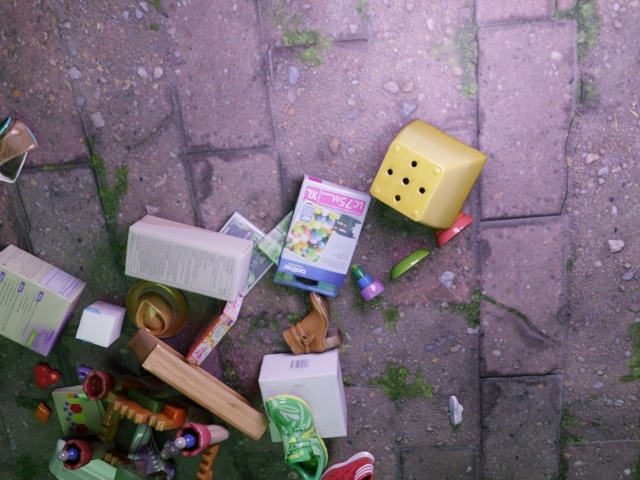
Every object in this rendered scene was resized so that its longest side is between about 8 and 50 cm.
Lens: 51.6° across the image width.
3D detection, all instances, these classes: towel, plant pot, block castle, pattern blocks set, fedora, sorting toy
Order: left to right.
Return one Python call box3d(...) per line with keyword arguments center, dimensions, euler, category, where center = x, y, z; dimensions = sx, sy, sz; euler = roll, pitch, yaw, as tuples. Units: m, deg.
box3d(center=(-0.754, 0.531, 2.080), dimensions=(0.285, 0.026, 0.325), euler=(4, 113, 2), category="pattern blocks set")
box3d(center=(-0.504, 0.569, 1.853), dimensions=(0.452, 0.212, 0.303), euler=(19, 91, 28), category="block castle")
box3d(center=(-0.476, 0.207, 1.895), dimensions=(0.194, 0.079, 0.195), euler=(1, 113, 3), category="fedora")
box3d(center=(-0.082, 0.000, 1.796), dimensions=(0.152, 0.023, 0.113), euler=(-42, 104, 7), category="towel")
box3d(center=(0.227, 0.010, 1.767), dimensions=(0.365, 0.127, 0.126), euler=(-38, 83, 15), category="sorting toy")
box3d(center=(0.240, -0.151, 1.595), dimensions=(0.212, 0.187, 0.212), euler=(33, 114, 20), category="plant pot")

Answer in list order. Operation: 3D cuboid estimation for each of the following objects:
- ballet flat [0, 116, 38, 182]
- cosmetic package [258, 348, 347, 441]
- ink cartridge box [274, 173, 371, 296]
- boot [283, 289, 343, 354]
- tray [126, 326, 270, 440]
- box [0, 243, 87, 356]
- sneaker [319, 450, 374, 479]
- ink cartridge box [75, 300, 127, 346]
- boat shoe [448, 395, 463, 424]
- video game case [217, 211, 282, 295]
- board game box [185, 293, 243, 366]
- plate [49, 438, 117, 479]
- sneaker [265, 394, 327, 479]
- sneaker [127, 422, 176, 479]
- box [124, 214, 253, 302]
box3d(center=(-0.875, -0.184, 1.751), dimensions=(0.342, 0.116, 0.124), euler=(-37, 125, 13), category="ballet flat")
box3d(center=(-0.046, 0.453, 1.941), dimensions=(0.223, 0.138, 0.225), euler=(-6, 112, 6), category="cosmetic package")
box3d(center=(0.000, 0.000, 1.762), dimensions=(0.185, 0.065, 0.311), euler=(15, 109, -8), category="ink cartridge box")
box3d(center=(-0.038, 0.239, 1.887), dimensions=(0.152, 0.073, 0.197), euler=(-17, 109, 15), category="boot")
box3d(center=(-0.343, 0.404, 1.859), dimensions=(0.411, 0.202, 0.076), euler=(41, 78, -26), category="tray")
box3d(center=(-0.830, 0.170, 1.882), dimensions=(0.242, 0.117, 0.214), euler=(29, 112, -8), category="box")
box3d(center=(0.075, 0.759, 2.070), dimensions=(0.087, 0.128, 0.221), euler=(42, 108, -13), category="sneaker")
box3d(center=(-0.619, 0.233, 1.890), dimensions=(0.092, 0.143, 0.090), euler=(17, 96, -3), category="ink cartridge box")
box3d(center=(0.411, 0.508, 1.996), dimensions=(0.035, 0.035, 0.100), euler=(-16, 110, -19), category="boat shoe")
box3d(center=(-0.223, 0.040, 1.838), dimensions=(0.173, 0.022, 0.190), euler=(38, 110, -12), category="video game case")
box3d(center=(-0.295, 0.242, 1.862), dimensions=(0.045, 0.147, 0.193), euler=(35, 110, -11), category="board game box")
box3d(center=(-0.732, 0.750, 2.097), dimensions=(0.277, 0.045, 0.277), euler=(31, 138, -6), category="plate")
box3d(center=(-0.059, 0.551, 1.843), dimensions=(0.109, 0.123, 0.296), euler=(-23, 110, 14), category="sneaker")
box3d(center=(-0.528, 0.682, 2.099), dimensions=(0.160, 0.102, 0.282), euler=(15, 124, -7), category="sneaker")
box3d(center=(-0.350, 0.046, 1.774), dimensions=(0.310, 0.121, 0.148), euler=(15, 111, 4), category="box")
